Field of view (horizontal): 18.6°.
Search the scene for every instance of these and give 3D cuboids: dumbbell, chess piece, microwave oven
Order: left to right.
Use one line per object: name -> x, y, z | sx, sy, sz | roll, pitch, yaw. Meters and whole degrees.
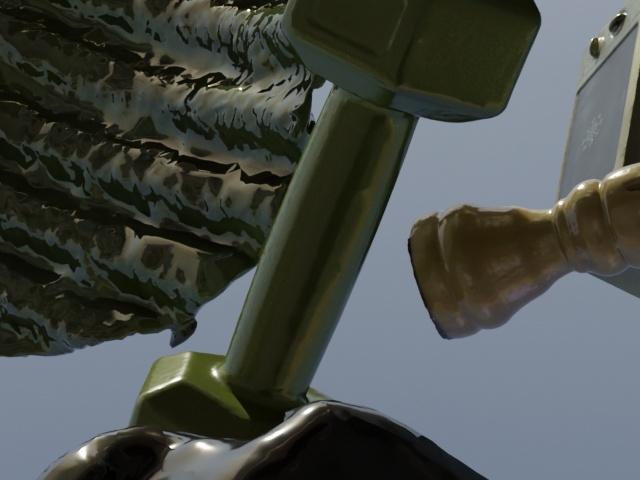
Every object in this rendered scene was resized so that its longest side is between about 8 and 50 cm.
dumbbell -> 0.000, 0.000, 0.893 | 0.121, 0.302, 0.108 | 29, -165, 25
chess piece -> 0.111, 0.003, 0.956 | 0.122, 0.066, 0.066 | -16, -122, 20
microwave oven -> 0.316, -0.077, 1.686 | 0.194, 0.145, 0.240 | 23, -129, -10

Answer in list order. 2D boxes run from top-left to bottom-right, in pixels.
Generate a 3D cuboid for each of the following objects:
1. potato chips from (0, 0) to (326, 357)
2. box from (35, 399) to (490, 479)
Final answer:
potato chips -> -0.099, -0.120, 1.160 | 0.097, 0.389, 0.373 | 29, -122, -41
box -> 0.031, 0.252, 0.445 | 0.359, 0.091, 0.350 | 35, -114, -29
